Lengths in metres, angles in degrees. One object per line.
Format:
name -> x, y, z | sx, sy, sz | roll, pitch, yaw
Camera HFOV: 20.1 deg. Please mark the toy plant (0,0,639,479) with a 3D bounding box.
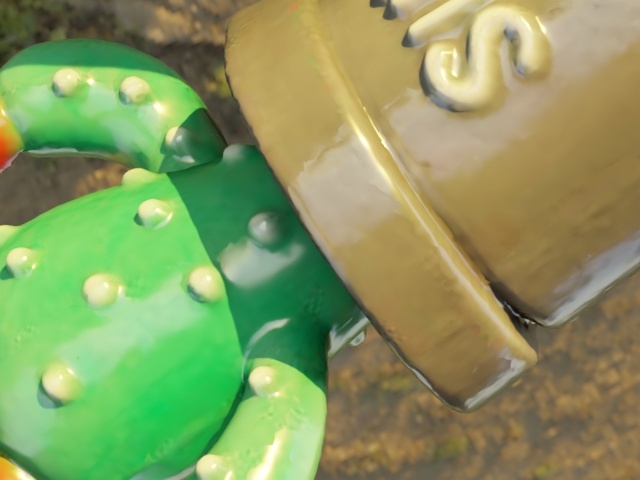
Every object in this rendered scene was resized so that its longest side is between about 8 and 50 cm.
toy plant -> -0.007, -0.011, 0.732 | 0.400, 0.279, 0.185 | -34, 166, 13
